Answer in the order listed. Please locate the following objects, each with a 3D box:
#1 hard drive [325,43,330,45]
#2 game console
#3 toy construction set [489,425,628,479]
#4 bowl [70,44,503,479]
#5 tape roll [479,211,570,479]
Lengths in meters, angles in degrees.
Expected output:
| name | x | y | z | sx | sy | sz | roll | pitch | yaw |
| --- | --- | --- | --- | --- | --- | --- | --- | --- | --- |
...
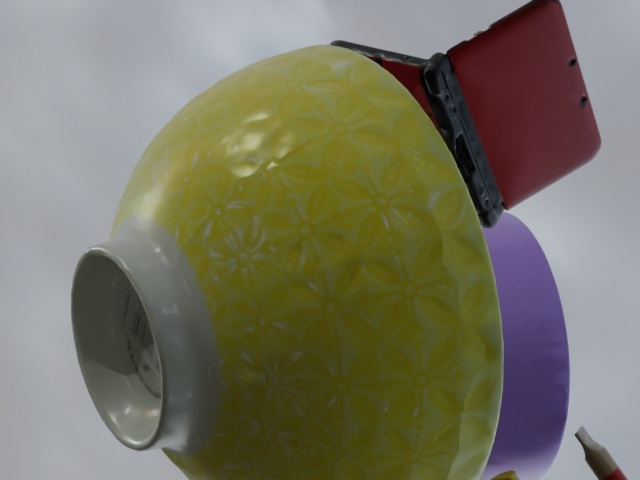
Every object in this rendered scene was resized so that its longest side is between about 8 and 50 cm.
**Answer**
| name | x | y | z | sx | sy | sz | roll | pitch | yaw |
| --- | --- | --- | --- | --- | --- | --- | --- | --- | --- |
| hard drive | 0.000 | 0.000 | 1.780 | 0.064 | 0.339 | 0.237 | 15 | -21 | 37 |
| game console | 0.089 | -0.085 | 1.061 | 0.124 | 0.085 | 0.144 | 17 | -31 | 34 |
| toy construction set | 0.152 | 0.258 | 1.537 | 0.237 | 0.309 | 0.257 | 57 | -39 | 3 |
| bowl | -0.046 | 0.042 | 0.964 | 0.289 | 0.156 | 0.289 | 29 | -55 | 53 |
| tape roll | 0.151 | 0.110 | 1.722 | 0.275 | 0.090 | 0.274 | 176 | -90 | -72 |
